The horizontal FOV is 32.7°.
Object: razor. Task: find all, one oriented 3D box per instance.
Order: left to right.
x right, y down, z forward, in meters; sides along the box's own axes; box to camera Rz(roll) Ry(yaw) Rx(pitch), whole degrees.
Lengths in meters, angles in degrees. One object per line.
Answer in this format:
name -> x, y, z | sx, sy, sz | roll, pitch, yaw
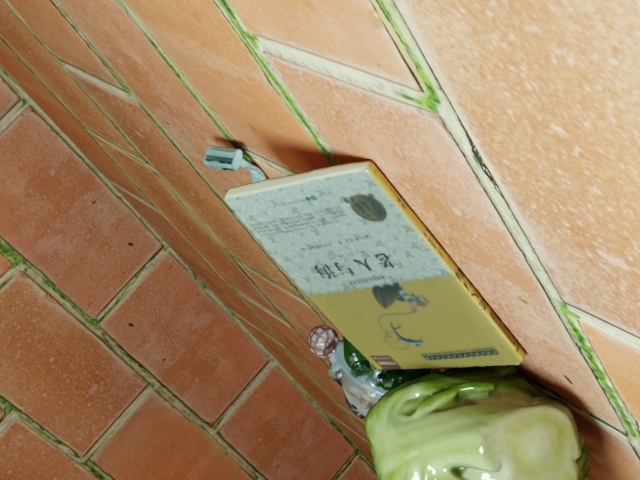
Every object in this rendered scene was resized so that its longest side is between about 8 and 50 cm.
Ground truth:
razor -> -0.078, -0.041, 1.748 | 0.278, 0.056, 0.111 | 55, 160, -24

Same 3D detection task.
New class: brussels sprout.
brussels sprout -> 0.212, 0.296, 1.552 | 0.247, 0.328, 0.328 | 67, 164, -7

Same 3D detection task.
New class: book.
book -> 0.074, 0.048, 1.470 | 0.269, 0.032, 0.389 | -10, 132, 44

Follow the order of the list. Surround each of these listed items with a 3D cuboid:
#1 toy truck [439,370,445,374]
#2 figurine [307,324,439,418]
toy truck -> 0.250, 0.317, 1.900 | 0.136, 0.111, 0.286 | 46, 170, -27
figurine -> 0.112, 0.196, 1.802 | 0.281, 0.167, 0.370 | 29, 157, 16
